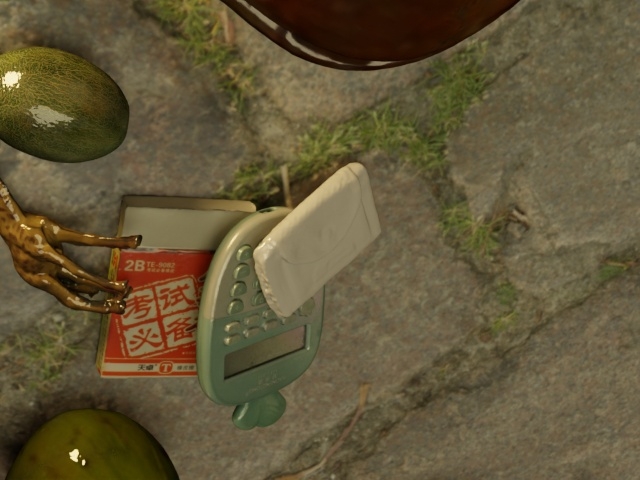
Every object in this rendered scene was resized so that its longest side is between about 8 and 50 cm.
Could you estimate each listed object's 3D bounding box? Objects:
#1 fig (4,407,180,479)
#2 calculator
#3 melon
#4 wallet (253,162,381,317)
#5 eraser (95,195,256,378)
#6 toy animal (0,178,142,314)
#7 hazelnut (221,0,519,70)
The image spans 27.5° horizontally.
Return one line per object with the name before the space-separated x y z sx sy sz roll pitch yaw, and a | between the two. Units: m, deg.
fig | -0.256 0.311 1.536 0.203 0.225 0.203 -26 131 -33
calculator | -0.071 0.097 1.553 0.184 0.042 0.295 -18 124 -38
melon | -0.277 -0.139 1.342 0.167 0.114 0.114 14 112 -27
wallet | 0.000 0.000 1.516 0.183 0.032 0.124 -42 138 -28
eraser | -0.170 0.058 1.531 0.157 0.038 0.230 2 116 -21
toy animal | -0.308 -0.015 1.422 0.275 0.054 0.149 41 132 -15
hazelnut | 0.030 -0.376 1.162 0.402 0.402 0.429 -35 109 2
